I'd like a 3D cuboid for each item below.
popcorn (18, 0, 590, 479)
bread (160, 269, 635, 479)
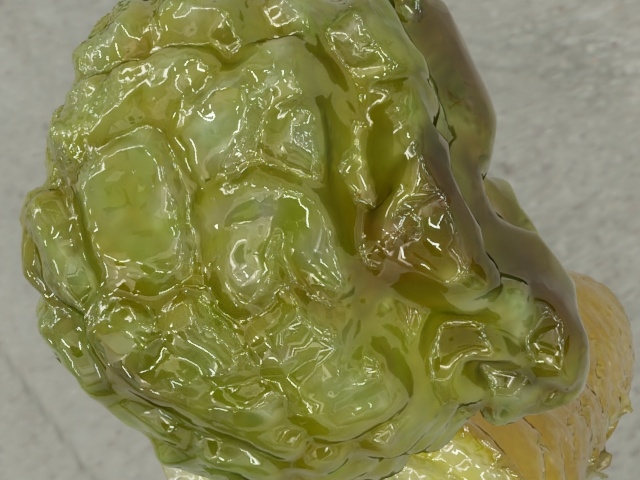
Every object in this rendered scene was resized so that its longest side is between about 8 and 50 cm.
[{"bbox_3d":[0.000,0.000,0.843,0.251,0.206,0.237,9,91,-1],"label":"popcorn"},{"bbox_3d":[0.070,0.122,1.237,0.236,0.375,0.165,-1,101,17],"label":"bread"}]
